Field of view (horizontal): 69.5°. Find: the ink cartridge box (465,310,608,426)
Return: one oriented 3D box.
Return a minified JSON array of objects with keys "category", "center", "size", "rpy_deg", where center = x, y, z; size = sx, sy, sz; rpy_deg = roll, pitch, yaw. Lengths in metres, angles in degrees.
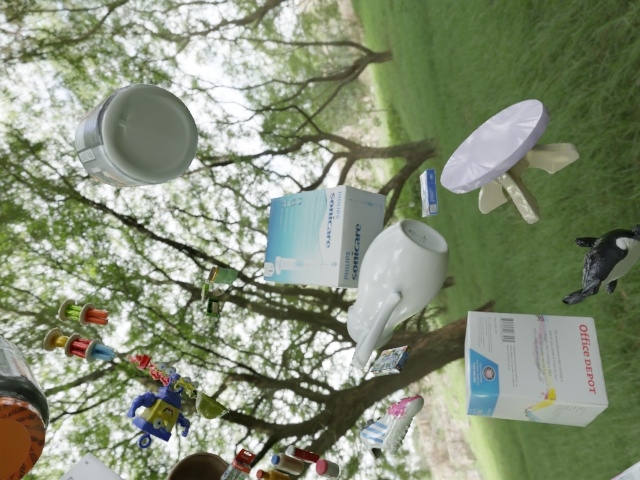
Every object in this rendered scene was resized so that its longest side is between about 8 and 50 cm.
[{"category":"ink cartridge box","center":[0.483,0.300,1.078],"size":[0.197,0.270,0.198],"rpy_deg":[70,-154,-53]}]

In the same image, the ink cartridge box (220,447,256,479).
[{"category":"ink cartridge box","center":[-0.253,0.715,1.441],"size":[0.063,0.115,0.029],"rpy_deg":[39,173,-25]}]

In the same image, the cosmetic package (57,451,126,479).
[{"category":"cosmetic package","center":[-0.575,0.706,1.019],"size":[0.377,0.284,0.097],"rpy_deg":[-42,-41,-46]}]

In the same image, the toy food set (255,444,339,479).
[{"category":"toy food set","center":[-0.051,0.595,1.179],"size":[0.104,0.232,0.111],"rpy_deg":[38,-123,-33]}]

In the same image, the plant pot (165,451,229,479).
[{"category":"plant pot","center":[-0.400,0.816,1.485],"size":[0.237,0.110,0.237],"rpy_deg":[21,-130,-26]}]

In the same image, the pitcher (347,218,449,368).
[{"category":"pitcher","center":[0.108,0.084,0.707],"size":[0.178,0.125,0.207],"rpy_deg":[-64,0,-60]}]

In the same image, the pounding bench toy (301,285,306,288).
[{"category":"pounding bench toy","center":[-0.069,0.103,1.470],"size":[0.083,0.052,0.065],"rpy_deg":[56,162,-26]}]

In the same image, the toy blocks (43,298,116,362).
[{"category":"toy blocks","center":[-0.507,0.200,1.011],"size":[0.054,0.148,0.123],"rpy_deg":[87,-163,-65]}]

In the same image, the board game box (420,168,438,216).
[{"category":"board game box","center":[0.221,-0.095,0.944],"size":[0.090,0.020,0.090],"rpy_deg":[4,-97,-85]}]

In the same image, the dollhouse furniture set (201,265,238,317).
[{"category":"dollhouse furniture set","center":[-0.285,0.143,1.279],"size":[0.059,0.076,0.152],"rpy_deg":[-101,32,-47]}]

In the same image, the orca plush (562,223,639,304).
[{"category":"orca plush","center":[0.565,0.039,0.948],"size":[0.102,0.287,0.151],"rpy_deg":[31,145,40]}]

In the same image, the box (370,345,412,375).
[{"category":"box","center":[0.233,0.399,1.522],"size":[0.027,0.137,0.094],"rpy_deg":[48,-127,-7]}]

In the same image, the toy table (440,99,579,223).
[{"category":"toy table","center":[0.433,-0.172,1.059],"size":[0.161,0.274,0.252],"rpy_deg":[31,-123,-21]}]

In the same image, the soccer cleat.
[{"category":"soccer cleat","center":[0.270,0.664,1.629],"size":[0.116,0.331,0.143],"rpy_deg":[3,-131,-40]}]

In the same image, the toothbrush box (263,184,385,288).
[{"category":"toothbrush box","center":[0.000,0.000,1.085],"size":[0.126,0.295,0.216],"rpy_deg":[9,-98,-37]}]

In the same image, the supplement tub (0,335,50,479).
[{"category":"supplement tub","center":[-0.653,0.319,0.880],"size":[0.207,0.338,0.207],"rpy_deg":[-11,-74,-40]}]

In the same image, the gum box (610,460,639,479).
[{"category":"gum box","center":[0.458,0.364,0.616],"size":[0.107,0.188,0.062],"rpy_deg":[39,-157,3]}]

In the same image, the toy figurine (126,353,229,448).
[{"category":"toy figurine","center":[-0.470,0.518,1.383],"size":[0.362,0.191,0.217],"rpy_deg":[51,-130,-37]}]

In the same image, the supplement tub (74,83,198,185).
[{"category":"supplement tub","center":[-0.407,-0.211,0.990],"size":[0.193,0.316,0.194],"rpy_deg":[-4,-83,-36]}]
